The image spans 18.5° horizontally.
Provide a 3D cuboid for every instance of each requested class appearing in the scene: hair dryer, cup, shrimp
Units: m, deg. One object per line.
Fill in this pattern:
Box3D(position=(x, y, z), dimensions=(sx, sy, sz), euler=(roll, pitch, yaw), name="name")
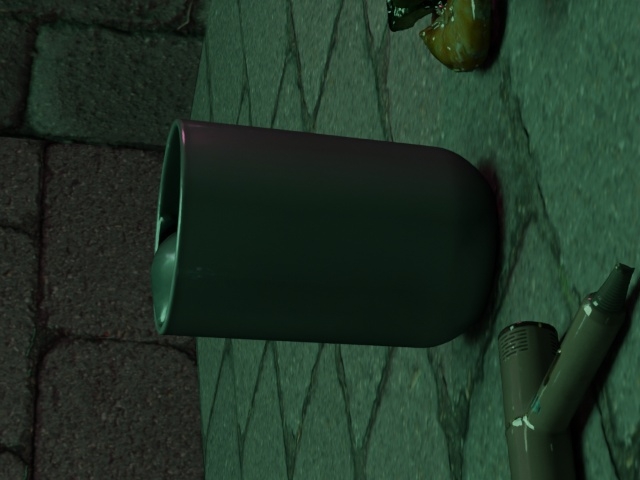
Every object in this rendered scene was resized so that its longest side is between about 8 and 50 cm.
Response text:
Box3D(position=(0.201, 0.116, 1.504), dimensions=(0.220, 0.053, 0.195), euler=(121, 151, -53), name="hair dryer")
Box3D(position=(0.000, 0.000, 1.878), dimensions=(0.205, 0.312, 0.205), euler=(-175, 90, -79), name="cup")
Box3D(position=(0.138, -0.233, 1.959), dimensions=(0.187, 0.051, 0.132), euler=(-171, 81, -76), name="shrimp")

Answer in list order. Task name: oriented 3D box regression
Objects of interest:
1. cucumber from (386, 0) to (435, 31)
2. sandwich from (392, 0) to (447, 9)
Box3D(position=(0.101, -0.353, 2.071), dimensions=(0.077, 0.077, 0.265), euler=(-138, 44, -77), name="cucumber")
Box3D(position=(0.110, -0.378, 1.720), dimensions=(0.250, 0.162, 0.301), euler=(-36, 33, 30), name="sandwich")
